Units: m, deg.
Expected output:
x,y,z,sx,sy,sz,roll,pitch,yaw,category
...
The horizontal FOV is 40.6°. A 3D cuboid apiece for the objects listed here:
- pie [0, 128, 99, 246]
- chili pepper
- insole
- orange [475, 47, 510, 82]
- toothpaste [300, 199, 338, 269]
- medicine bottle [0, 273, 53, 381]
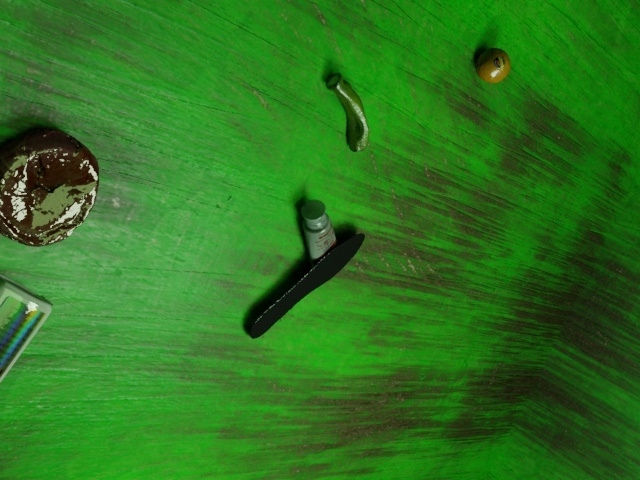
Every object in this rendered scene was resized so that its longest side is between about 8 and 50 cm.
x,y,z,sx,sy,sz,roll,pitch,yaw,category
-0.408,-0.077,1.271,0.182,0.049,0.182,-24,129,-34,pie
0.062,-0.256,1.723,0.050,0.052,0.201,-66,150,-28,chili pepper
-0.025,0.092,1.863,0.348,0.009,0.119,-40,156,-22,insole
0.399,-0.405,2.001,0.083,0.083,0.083,-30,135,-36,orange
0.000,0.000,1.829,0.089,0.057,0.234,-45,153,-19,toothpaste
-0.508,0.160,1.289,0.219,0.078,0.115,-55,146,-7,medicine bottle
